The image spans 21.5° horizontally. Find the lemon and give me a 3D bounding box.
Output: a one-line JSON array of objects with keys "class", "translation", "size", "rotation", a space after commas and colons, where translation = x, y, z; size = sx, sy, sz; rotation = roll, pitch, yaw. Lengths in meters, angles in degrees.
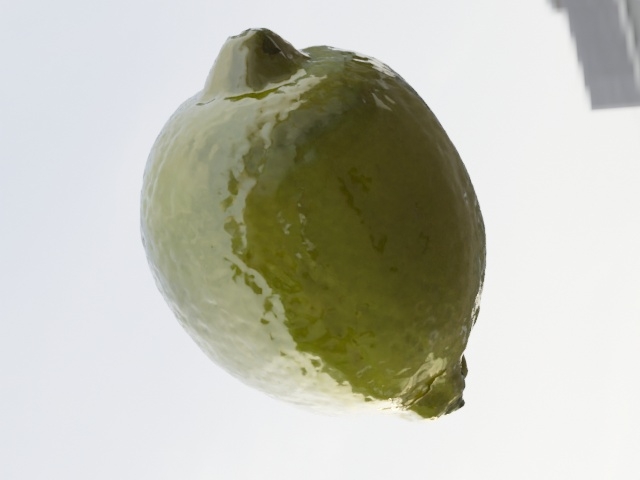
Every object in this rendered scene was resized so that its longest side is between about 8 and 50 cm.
[{"class": "lemon", "translation": [0.000, 0.000, 0.936], "size": [0.248, 0.184, 0.184], "rotation": [62, -146, -12]}]
